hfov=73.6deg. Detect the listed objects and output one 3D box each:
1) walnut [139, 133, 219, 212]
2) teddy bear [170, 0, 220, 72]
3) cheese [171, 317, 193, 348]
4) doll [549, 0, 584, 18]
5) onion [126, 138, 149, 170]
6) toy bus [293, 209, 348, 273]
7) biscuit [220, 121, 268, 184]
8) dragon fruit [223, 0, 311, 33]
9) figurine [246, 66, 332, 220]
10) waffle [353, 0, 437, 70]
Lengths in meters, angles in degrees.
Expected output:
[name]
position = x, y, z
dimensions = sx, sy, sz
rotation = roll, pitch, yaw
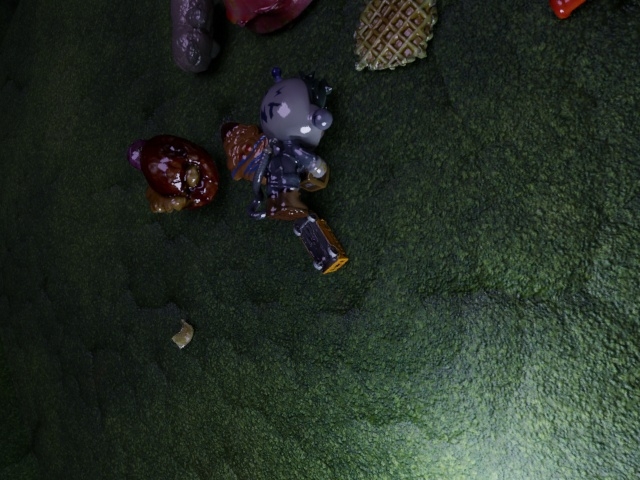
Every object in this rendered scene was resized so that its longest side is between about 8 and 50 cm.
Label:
[walnut]
position = -0.455, -0.198, 1.334
dimensions = 0.269, 0.221, 0.244
rotation = 28, 94, 48
[teddy bear]
position = -0.394, -0.670, 1.343
dimensions = 0.236, 0.151, 0.267
rotation = -160, 65, -69
[cheese]
position = -0.445, 0.303, 1.389
dimensions = 0.060, 0.041, 0.084
rotation = 27, 86, 25
[doll]
position = 0.554, -0.557, 0.747
dimensions = 0.336, 0.105, 0.200
rotation = -35, 67, 35
[onion]
position = -0.629, -0.303, 1.529
dimensions = 0.115, 0.104, 0.115
rotation = 2, 70, -5
[toy bus]
position = 0.000, 0.000, 1.090
dimensions = 0.069, 0.074, 0.162
rotation = -43, 66, 30
[biscuit]
position = -0.225, -0.271, 1.288
dimensions = 0.183, 0.043, 0.280
rotation = -48, 66, 18
[dragon fruit]
position = -0.174, -0.790, 1.174
dimensions = 0.386, 0.249, 0.371
rotation = -21, 71, 29
[figurine]
position = -0.061, -0.244, 1.082
dimensions = 0.261, 0.186, 0.382
rotation = -8, 77, 43
[waffle]
position = 0.173, -0.510, 1.016
dimensions = 0.214, 0.054, 0.208
rotation = 7, 97, 33
